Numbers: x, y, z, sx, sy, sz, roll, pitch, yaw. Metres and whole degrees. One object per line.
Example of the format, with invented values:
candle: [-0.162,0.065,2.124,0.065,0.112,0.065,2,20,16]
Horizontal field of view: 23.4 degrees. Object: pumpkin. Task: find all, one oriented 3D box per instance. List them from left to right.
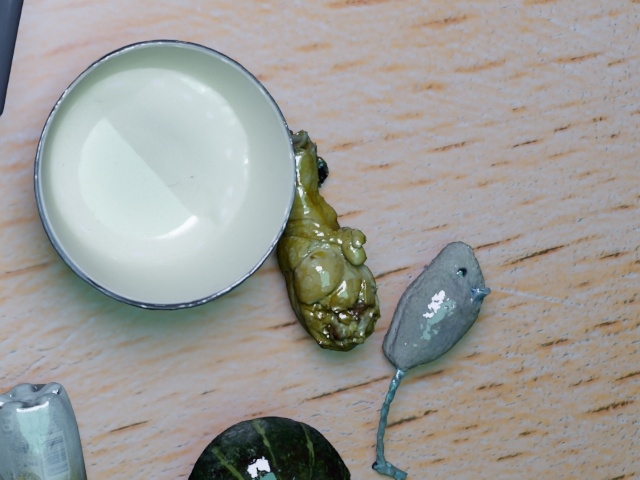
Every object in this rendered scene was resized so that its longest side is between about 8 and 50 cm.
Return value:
pumpkin: [-0.049,0.248,1.481,0.167,0.125,0.167,0,90,-27]

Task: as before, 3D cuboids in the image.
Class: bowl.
bowl: [-0.149,-0.063,1.401,0.238,0.126,0.238,-3,98,-18]

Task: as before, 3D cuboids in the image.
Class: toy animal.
toy animal: [0.097,0.120,1.546,0.079,0.070,0.253,21,93,-4]

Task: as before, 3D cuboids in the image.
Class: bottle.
bottle: [-0.252,0.267,1.437,0.083,0.083,0.269,-11,104,-17]

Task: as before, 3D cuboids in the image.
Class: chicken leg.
chicken leg: [0.000,0.000,1.476,0.088,0.103,0.227,-12,98,-2]

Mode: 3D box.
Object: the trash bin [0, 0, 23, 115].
trash bin: [-0.334,-0.253,1.289,0.209,0.182,0.290,6,101,-20]
